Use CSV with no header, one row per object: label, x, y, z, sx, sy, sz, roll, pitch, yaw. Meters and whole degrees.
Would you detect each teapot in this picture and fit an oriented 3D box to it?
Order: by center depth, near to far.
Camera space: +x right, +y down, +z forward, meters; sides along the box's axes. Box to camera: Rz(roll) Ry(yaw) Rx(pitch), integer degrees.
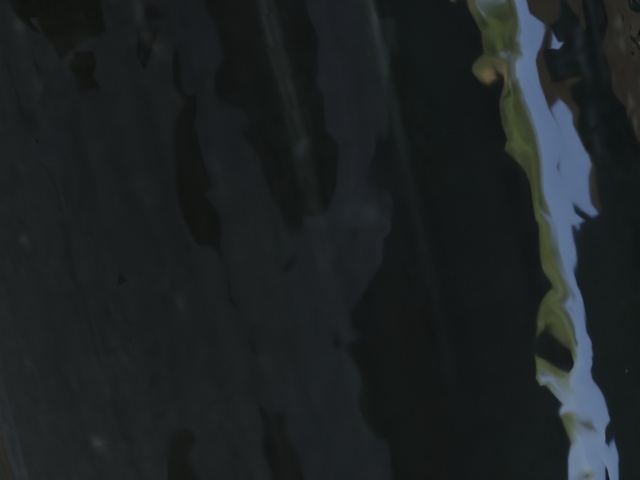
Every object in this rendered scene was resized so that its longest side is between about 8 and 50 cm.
teapot,0.000,0.000,0.433,0.200,0.270,0.337,-12,-80,3
